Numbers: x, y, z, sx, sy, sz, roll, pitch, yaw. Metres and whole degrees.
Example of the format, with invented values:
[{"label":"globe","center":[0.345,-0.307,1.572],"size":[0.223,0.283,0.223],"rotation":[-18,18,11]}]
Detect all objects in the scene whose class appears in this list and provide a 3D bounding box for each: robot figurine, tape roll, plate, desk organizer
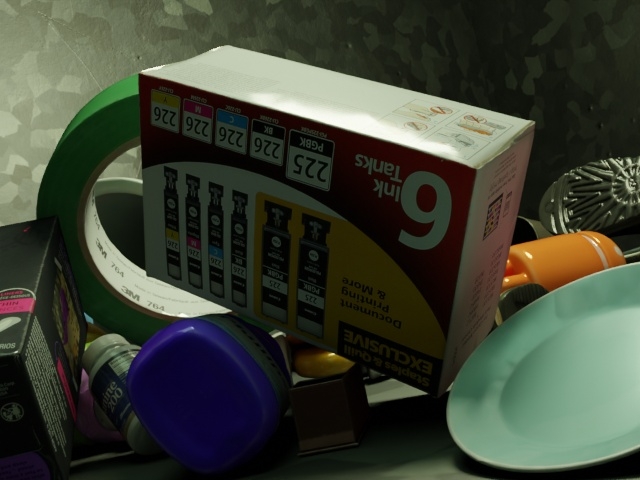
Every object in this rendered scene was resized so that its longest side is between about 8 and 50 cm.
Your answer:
[{"label":"robot figurine","center":[0.340,0.055,1.168],"size":[0.219,0.128,0.158],"rotation":[-11,-11,-15]},{"label":"tape roll","center":[-0.141,-0.027,0.902],"size":[0.321,0.321,0.077],"rotation":[-12,30,1]},{"label":"plate","center":[0.162,0.075,0.482],"size":[0.188,0.024,0.188],"rotation":[-29,17,10]},{"label":"desk organizer","center":[0.010,0.133,0.666],"size":[0.047,0.050,0.130],"rotation":[-12,-4,8]}]

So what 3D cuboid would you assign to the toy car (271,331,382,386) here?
[{"label":"toy car","center":[-0.001,0.113,1.020],"size":[0.159,0.136,0.182],"rotation":[-12,-3,-4]}]

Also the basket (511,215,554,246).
[{"label":"basket","center":[0.450,0.048,1.622],"size":[0.227,0.204,0.154],"rotation":[0,34,-32]}]

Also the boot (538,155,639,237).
[{"label":"boot","center":[0.576,-0.030,1.376],"size":[0.348,0.131,0.260],"rotation":[-13,-35,36]}]

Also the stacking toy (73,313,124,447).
[{"label":"stacking toy","center":[-0.248,0.168,0.901],"size":[0.302,0.165,0.175],"rotation":[4,11,40]}]

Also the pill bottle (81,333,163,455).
[{"label":"pill bottle","center":[-0.180,0.143,0.782],"size":[0.067,0.067,0.120],"rotation":[-9,35,-41]}]

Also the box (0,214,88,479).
[{"label":"box","center":[-0.317,0.103,0.747],"size":[0.165,0.143,0.270],"rotation":[-11,26,-7]}]

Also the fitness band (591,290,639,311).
[{"label":"fitness band","center":[0.310,0.052,0.631],"size":[0.291,0.054,0.209],"rotation":[-1,-5,-39]}]

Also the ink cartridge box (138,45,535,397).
[{"label":"ink cartridge box","center":[0.000,0.000,0.725],"size":[0.309,0.272,0.130],"rotation":[19,32,26]}]

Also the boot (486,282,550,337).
[{"label":"boot","center":[0.210,0.104,0.936],"size":[0.137,0.077,0.198],"rotation":[-20,-21,37]}]

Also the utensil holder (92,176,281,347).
[{"label":"utensil holder","center":[-0.206,0.083,1.260],"size":[0.328,0.327,0.385],"rotation":[-13,-7,22]}]

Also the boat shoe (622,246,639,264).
[{"label":"boat shoe","center":[0.472,0.057,1.353],"size":[0.114,0.091,0.302],"rotation":[-9,-4,-30]}]

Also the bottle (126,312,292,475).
[{"label":"bottle","center":[-0.081,0.121,0.716],"size":[0.092,0.118,0.283],"rotation":[-42,-5,0]}]
